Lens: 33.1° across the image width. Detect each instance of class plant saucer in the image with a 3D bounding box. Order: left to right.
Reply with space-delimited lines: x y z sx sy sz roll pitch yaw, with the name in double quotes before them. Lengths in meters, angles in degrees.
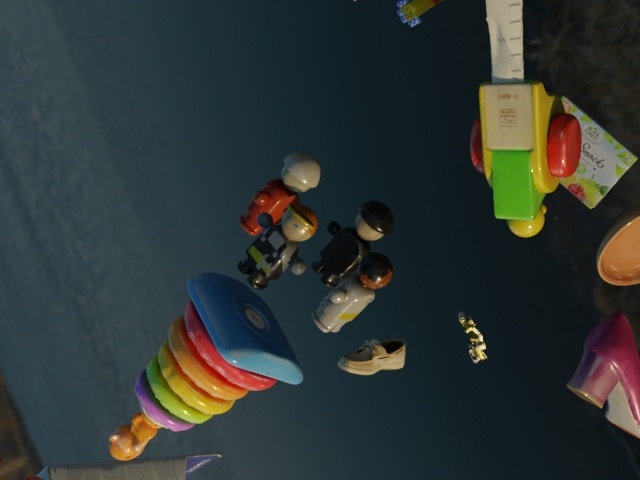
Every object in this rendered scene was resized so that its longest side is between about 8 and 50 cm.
"plant saucer" 0.571 -0.001 1.884 0.200 0.200 0.037 89 163 -48

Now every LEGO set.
"LEGO set" 0.115 -0.315 1.336 0.087 0.093 0.227 57 154 -9

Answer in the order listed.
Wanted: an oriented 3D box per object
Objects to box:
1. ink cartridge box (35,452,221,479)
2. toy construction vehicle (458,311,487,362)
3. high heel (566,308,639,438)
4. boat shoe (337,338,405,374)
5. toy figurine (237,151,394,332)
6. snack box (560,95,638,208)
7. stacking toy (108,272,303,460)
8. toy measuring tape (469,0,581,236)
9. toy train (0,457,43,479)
"ink cartridge box" -0.383 0.462 1.877 0.324 0.330 0.071 -41 55 43
"toy construction vehicle" 0.298 0.187 2.063 0.086 0.035 0.098 -84 -30 -64
"high heel" 0.411 0.185 1.405 0.244 0.117 0.082 35 174 -35
"boat shoe" 0.099 0.214 2.033 0.063 0.170 0.059 24 108 39
"toy figurine" 0.000 0.000 1.492 0.213 0.148 0.209 36 -157 -18
"snack box" 0.379 -0.130 1.578 0.141 0.100 0.037 43 -163 13
"stacking toy" -0.189 0.203 1.490 0.175 0.302 0.166 25 -154 -49
"toy measuring tape" 0.216 -0.164 1.142 0.121 0.121 0.330 32 133 60
"toy train" -0.354 0.285 1.246 0.166 0.046 0.125 27 165 -5
